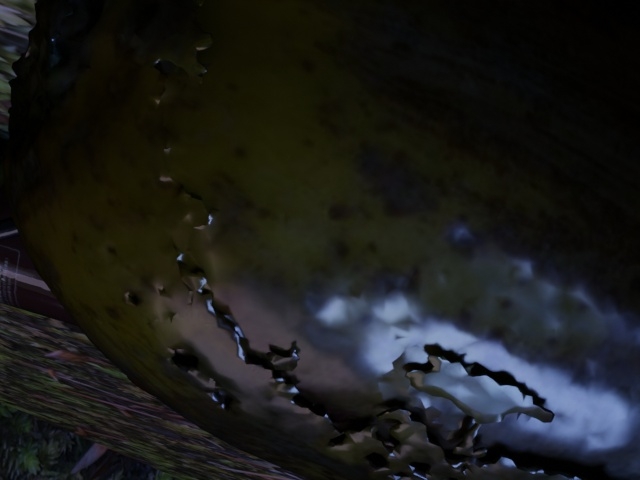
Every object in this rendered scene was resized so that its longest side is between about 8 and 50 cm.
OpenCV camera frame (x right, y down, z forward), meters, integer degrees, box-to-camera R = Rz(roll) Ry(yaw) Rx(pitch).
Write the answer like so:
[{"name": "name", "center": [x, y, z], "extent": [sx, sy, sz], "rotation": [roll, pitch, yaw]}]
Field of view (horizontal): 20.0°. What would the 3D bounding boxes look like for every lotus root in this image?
[{"name": "lotus root", "center": [0.077, 0.005, 0.596], "extent": [0.397, 0.196, 0.179], "rotation": [22, 172, -27]}]

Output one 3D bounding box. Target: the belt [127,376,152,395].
[{"name": "belt", "center": [-0.028, 0.086, 1.279], "extent": [0.184, 0.105, 0.261], "rotation": [9, 164, 29]}]

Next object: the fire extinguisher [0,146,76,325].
[{"name": "fire extinguisher", "center": [-0.247, -0.027, 1.113], "extent": [0.341, 0.105, 0.141], "rotation": [16, 152, 6]}]
